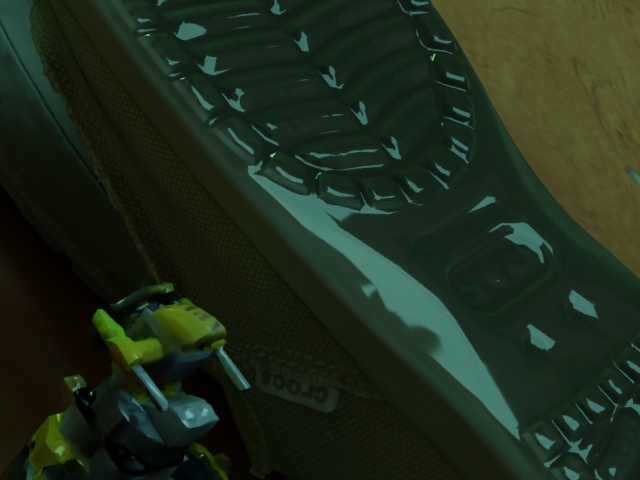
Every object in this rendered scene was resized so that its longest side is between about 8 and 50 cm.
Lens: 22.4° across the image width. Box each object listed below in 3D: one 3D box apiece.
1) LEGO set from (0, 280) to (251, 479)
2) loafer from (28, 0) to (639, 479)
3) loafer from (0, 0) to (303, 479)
[{"bbox_3d":[-0.031,0.097,0.226,0.331,0.192,0.255,5,44,-53],"label":"LEGO set"},{"bbox_3d":[0.006,0.010,0.402,0.102,0.092,0.268,-21,65,-42],"label":"loafer"},{"bbox_3d":[0.000,0.000,0.512,0.319,0.111,0.112,47,24,8],"label":"loafer"}]
